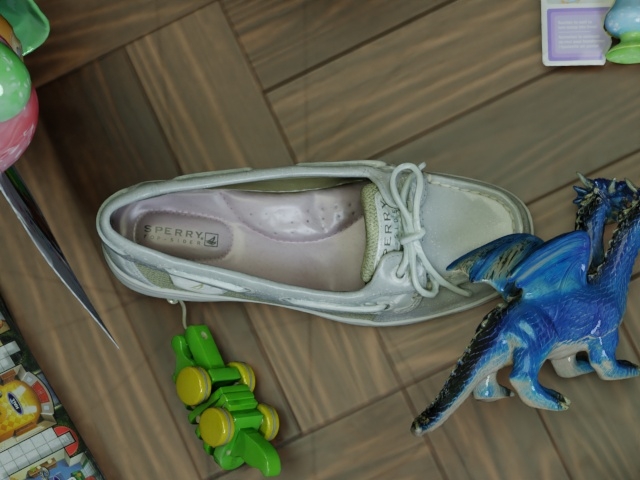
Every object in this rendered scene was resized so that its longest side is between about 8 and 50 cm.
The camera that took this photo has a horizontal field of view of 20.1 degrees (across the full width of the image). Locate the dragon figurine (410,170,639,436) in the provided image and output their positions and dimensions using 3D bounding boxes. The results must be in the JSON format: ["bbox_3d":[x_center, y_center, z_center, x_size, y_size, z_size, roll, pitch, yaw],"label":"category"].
[{"bbox_3d":[0.147,0.039,1.256,0.289,0.085,0.144,-16,100,-32],"label":"dragon figurine"}]

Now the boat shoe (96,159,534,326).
[{"bbox_3d":[-0.001,-0.003,1.309,0.320,0.103,0.118,4,83,-2],"label":"boat shoe"}]

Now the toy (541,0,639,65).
[{"bbox_3d":[0.231,-0.250,1.343,0.137,0.056,0.237,-1,83,6],"label":"toy"}]

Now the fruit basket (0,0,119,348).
[{"bbox_3d":[-0.248,-0.131,1.200,0.165,0.327,0.353,-36,55,-6],"label":"fruit basket"}]

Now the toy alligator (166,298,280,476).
[{"bbox_3d":[-0.087,0.107,1.344,0.051,0.056,0.190,-51,58,32],"label":"toy alligator"}]

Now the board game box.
[{"bbox_3d":[-0.259,0.138,1.333,0.136,0.030,0.260,-28,76,-24],"label":"board game box"}]
